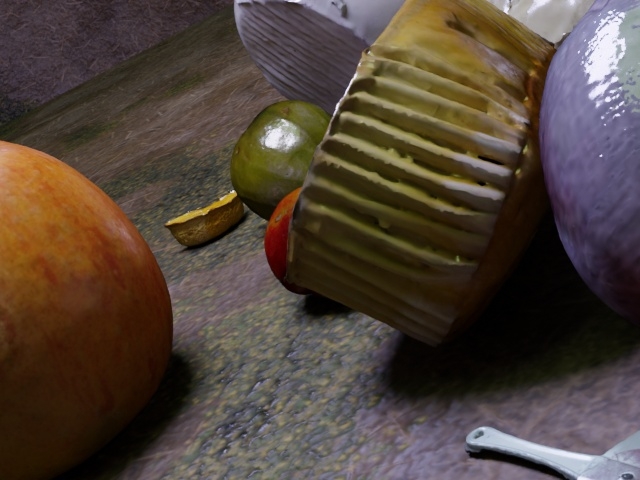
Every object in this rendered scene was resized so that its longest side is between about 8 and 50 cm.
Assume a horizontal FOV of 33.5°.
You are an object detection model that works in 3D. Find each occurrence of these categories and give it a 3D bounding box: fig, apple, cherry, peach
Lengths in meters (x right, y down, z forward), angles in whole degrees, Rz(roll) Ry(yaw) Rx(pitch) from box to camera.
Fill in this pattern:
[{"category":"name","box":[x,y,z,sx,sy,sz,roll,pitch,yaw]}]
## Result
[{"category":"fig","box":[-0.006,-0.086,1.080,0.184,0.127,0.133,-11,11,46]},{"category":"apple","box":[-0.279,0.049,0.858,0.298,0.275,0.299,-19,17,6]},{"category":"cherry","box":[0.225,-0.055,0.591,0.266,0.213,0.184,-55,-11,-39]},{"category":"peach","box":[-0.001,0.000,0.883,0.100,0.101,0.101,-23,19,9]}]

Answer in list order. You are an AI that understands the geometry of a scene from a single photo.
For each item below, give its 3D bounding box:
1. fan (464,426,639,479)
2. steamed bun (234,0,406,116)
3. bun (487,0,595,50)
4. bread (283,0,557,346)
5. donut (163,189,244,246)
[{"category":"fan","box":[0.152,0.118,0.524,0.152,0.008,0.226,-36,23,-26]},{"category":"steamed bun","box":[0.063,-0.309,1.268,0.309,0.309,0.309,-23,19,9]},{"category":"bun","box":[0.264,-0.229,0.956,0.362,0.235,0.326,-35,25,-5]},{"category":"bread","box":[0.098,-0.059,0.756,0.156,0.204,0.288,24,32,7]},{"category":"donut","box":[-0.124,-0.024,1.195,0.067,0.038,0.083,-12,18,40]}]
